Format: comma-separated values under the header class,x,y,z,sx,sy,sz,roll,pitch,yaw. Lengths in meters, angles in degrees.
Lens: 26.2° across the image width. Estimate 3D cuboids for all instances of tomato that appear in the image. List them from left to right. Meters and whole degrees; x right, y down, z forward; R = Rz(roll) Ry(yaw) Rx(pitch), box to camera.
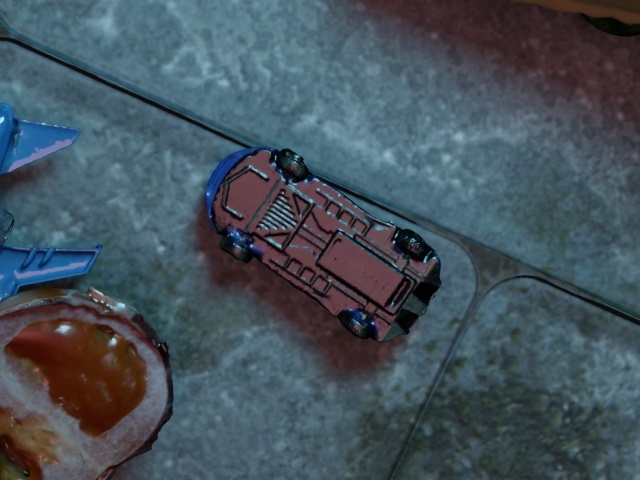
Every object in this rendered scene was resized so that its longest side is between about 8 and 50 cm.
class,x,y,z,sx,sy,sz,roll,pitch,yaw
tomato,-0.242,0.122,1.128,0.228,0.112,0.199,-41,124,-4

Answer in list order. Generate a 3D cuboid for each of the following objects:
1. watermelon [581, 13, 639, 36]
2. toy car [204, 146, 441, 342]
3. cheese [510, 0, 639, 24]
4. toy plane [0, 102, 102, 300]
class,x,y,z,sx,sy,sz,roll,pitch,yaw
watermelon,0.255,-0.224,1.142,0.109,0.109,0.109,-1,100,-6
toy car,0.000,0.000,1.170,0.216,0.063,0.103,34,94,-5
cheese,0.258,-0.291,1.048,0.383,0.104,0.384,-3,78,12
toy plane,-0.316,-0.004,1.118,0.254,0.105,0.271,30,92,-17
